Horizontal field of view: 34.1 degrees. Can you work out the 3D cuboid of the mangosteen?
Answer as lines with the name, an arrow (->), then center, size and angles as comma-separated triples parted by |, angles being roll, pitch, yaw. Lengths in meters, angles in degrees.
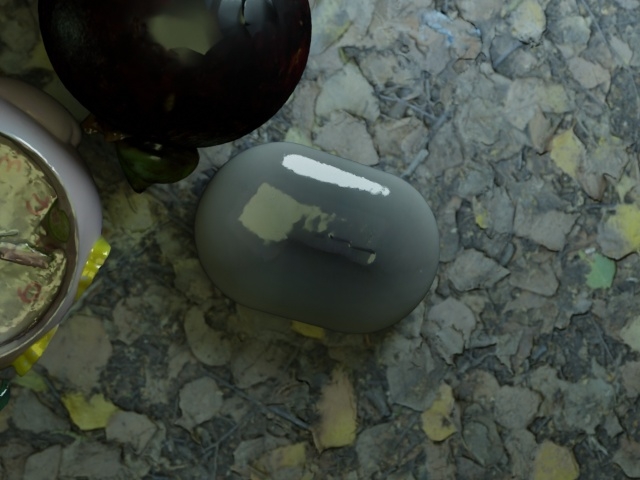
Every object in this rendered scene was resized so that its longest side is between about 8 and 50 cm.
mangosteen -> -0.179, -0.226, 1.196 | 0.306, 0.306, 0.359 | 28, 131, -16

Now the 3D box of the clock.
clock -> -0.448, -0.040, 1.155 | 0.377, 0.250, 0.368 | 35, 88, -22

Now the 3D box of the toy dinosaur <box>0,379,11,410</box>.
toy dinosaur -> -0.504, 0.275, 1.267 | 0.292, 0.079, 0.120 | -18, 102, -15

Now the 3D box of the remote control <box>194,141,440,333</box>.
remote control -> 0.000, 0.000, 1.347 | 0.332, 0.103, 0.221 | 17, 98, -15
